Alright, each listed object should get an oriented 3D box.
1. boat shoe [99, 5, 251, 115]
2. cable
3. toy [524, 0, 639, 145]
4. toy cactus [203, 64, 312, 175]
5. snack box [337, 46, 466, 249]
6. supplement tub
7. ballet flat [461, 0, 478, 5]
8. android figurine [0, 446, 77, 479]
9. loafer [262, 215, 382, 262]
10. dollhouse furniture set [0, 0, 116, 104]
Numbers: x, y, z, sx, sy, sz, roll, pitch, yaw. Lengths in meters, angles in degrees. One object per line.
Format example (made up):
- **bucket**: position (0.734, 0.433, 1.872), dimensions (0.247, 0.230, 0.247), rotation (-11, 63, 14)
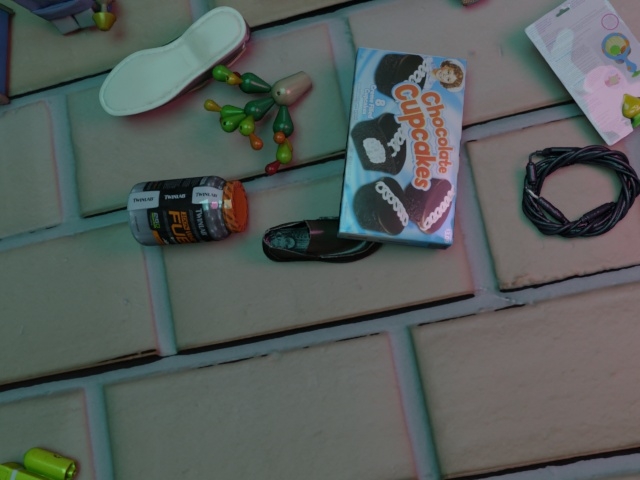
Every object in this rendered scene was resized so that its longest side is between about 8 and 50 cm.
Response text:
- **boat shoe**: position (-0.261, -0.317, 1.457), dimensions (0.305, 0.091, 0.109), rotation (-30, 88, 8)
- **cable**: position (0.423, -0.078, 1.287), dimensions (0.185, 0.047, 0.150), rotation (4, 83, 13)
- **toy**: position (0.457, -0.284, 1.305), dimensions (0.137, 0.056, 0.237), rotation (-34, 81, 2)
- **toy cactus**: position (-0.094, -0.234, 1.415), dimensions (0.181, 0.112, 0.219), rotation (-34, 73, -13)
- **snack box**: position (0.136, -0.154, 1.326), dimensions (0.187, 0.060, 0.321), rotation (6, 79, -2)
- **supplement tub**: position (-0.231, -0.053, 1.396), dimensions (0.191, 0.117, 0.116), rotation (-5, 81, 13)
- **ballet flat**: position (0.215, -0.492, 1.386), dimensions (0.067, 0.073, 0.206), rotation (-38, 73, 14)
- **android figurine**: position (-0.523, 0.497, 1.413), dimensions (0.273, 0.056, 0.248), rotation (13, 85, 14)
- **loafer**: position (0.000, 0.000, 1.355), dimensions (0.220, 0.078, 0.080), rotation (-9, 80, 12)
- **dollhouse furniture set**: position (-0.567, -0.393, 1.436), dimensions (0.304, 0.286, 0.198), rotation (-6, 80, 24)
